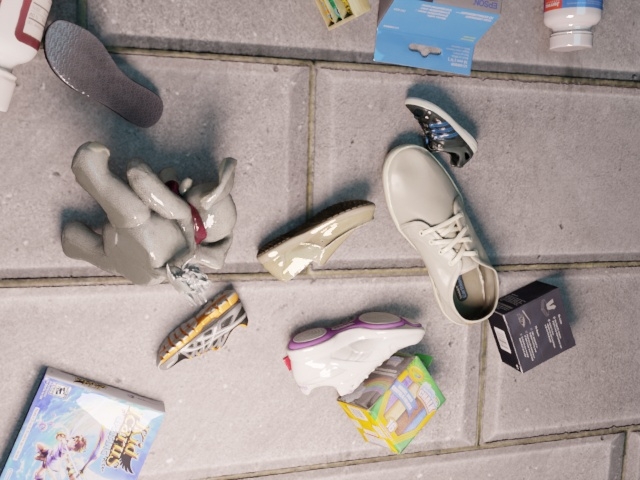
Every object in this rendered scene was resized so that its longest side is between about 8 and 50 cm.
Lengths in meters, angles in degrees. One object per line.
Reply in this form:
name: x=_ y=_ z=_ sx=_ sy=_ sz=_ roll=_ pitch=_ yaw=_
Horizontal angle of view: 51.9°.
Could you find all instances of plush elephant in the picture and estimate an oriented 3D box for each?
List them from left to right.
plush elephant: x=-0.271 y=-0.048 z=1.211 sx=0.330 sy=0.255 sz=0.271 roll=32 pitch=132 yaw=12

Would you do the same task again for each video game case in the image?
video game case: x=-0.473 y=0.416 z=1.296 sx=0.244 sy=0.061 sz=0.269 roll=23 pitch=90 yaw=-20

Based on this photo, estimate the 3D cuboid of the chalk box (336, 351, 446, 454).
chalk box: x=0.169 y=0.331 z=1.432 sx=0.213 sy=0.132 sz=0.132 roll=-40 pitch=107 yaw=-25

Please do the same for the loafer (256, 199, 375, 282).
loafer: x=0.000 y=0.000 z=1.368 sx=0.269 sy=0.102 sz=0.092 roll=-27 pitch=106 yaw=-2

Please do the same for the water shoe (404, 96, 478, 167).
water shoe: x=0.254 y=-0.231 z=1.423 sx=0.203 sy=0.073 sz=0.080 roll=33 pitch=89 yaw=-18

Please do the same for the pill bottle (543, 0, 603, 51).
pill bottle: x=0.556 y=-0.535 z=1.446 sx=0.124 sy=0.124 sz=0.221 roll=-3 pitch=97 yaw=-17

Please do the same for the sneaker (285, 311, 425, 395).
sneaker: x=0.080 y=0.245 z=1.421 sx=0.305 sy=0.114 sz=0.152 roll=-12 pitch=104 yaw=-10

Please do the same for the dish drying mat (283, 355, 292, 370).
dish drying mat: x=-0.039 y=0.251 z=1.435 sx=0.083 sy=0.008 sz=0.032 roll=-29 pitch=105 yaw=-11

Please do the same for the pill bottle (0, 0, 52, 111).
pill bottle: x=-0.552 y=-0.425 z=1.067 sx=0.224 sy=0.224 sz=0.392 roll=17 pitch=92 yaw=-19

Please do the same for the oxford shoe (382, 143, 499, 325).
oxford shoe: x=0.274 y=-0.006 z=1.434 sx=0.169 sy=0.130 sz=0.449 roll=-28 pitch=104 yaw=-10

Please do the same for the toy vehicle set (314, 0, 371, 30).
toy vehicle set: x=-0.003 y=-0.542 z=1.249 sx=0.035 sy=0.166 sz=0.266 roll=-31 pitch=105 yaw=-11

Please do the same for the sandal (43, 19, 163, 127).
sandal: x=-0.398 y=-0.292 z=1.190 sx=0.097 sy=0.054 sz=0.254 roll=-53 pitch=135 yaw=-7

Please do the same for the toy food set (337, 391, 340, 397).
toy food set: x=0.064 y=0.311 z=1.470 sx=0.078 sy=0.019 sz=0.122 roll=-23 pitch=98 yaw=-13

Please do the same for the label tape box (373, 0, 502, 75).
label tape box: x=0.254 y=-0.531 z=1.363 sx=0.241 sy=0.106 sz=0.333 roll=4 pitch=96 yaw=-17

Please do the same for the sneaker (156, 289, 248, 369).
sneaker: x=-0.237 y=0.195 z=1.328 sx=0.215 sy=0.084 sz=0.083 roll=-38 pitch=112 yaw=-10

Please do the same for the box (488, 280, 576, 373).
box: x=0.493 y=0.201 z=1.547 sx=0.158 sy=0.093 sz=0.155 roll=-24 pitch=104 yaw=-12
